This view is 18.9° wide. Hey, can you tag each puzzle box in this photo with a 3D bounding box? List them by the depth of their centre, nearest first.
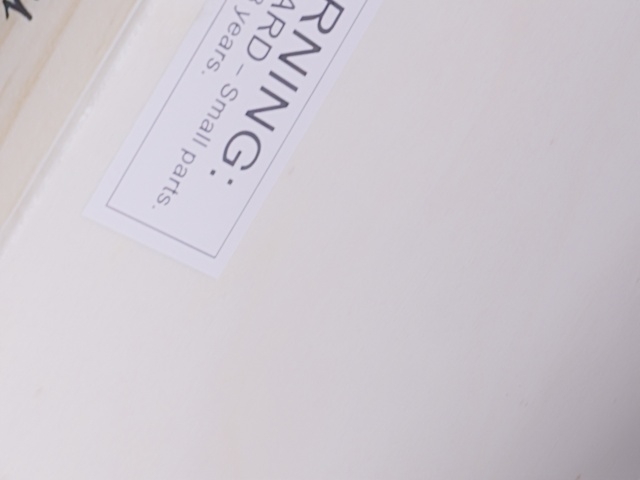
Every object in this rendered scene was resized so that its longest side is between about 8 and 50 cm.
[{"bbox_3d":[0.046,-0.041,0.426,0.052,0.272,0.409,32,90,37],"label":"puzzle box"}]
